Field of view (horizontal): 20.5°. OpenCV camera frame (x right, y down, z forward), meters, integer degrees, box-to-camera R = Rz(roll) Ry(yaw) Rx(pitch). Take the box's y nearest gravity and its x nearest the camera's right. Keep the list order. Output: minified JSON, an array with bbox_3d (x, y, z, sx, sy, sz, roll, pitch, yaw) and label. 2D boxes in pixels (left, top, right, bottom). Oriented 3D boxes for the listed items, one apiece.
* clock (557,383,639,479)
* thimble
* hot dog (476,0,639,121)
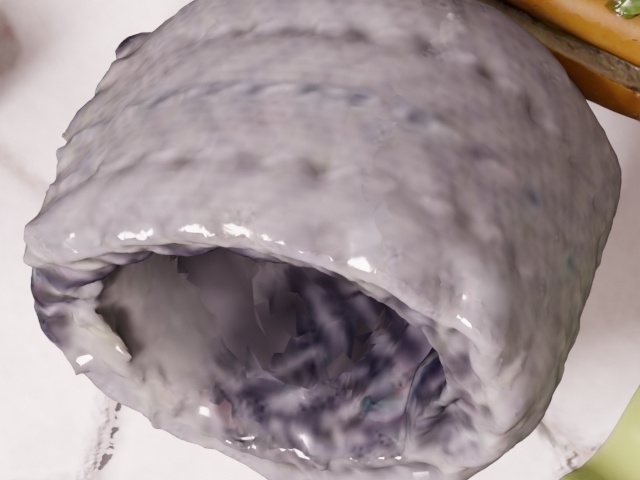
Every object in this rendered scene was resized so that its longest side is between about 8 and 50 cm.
[{"bbox_3d":[0.269,0.090,0.768,0.286,0.117,0.348,38,120,31],"label":"clock"},{"bbox_3d":[0.000,0.000,0.795,0.245,0.157,0.217,15,141,11],"label":"thimble"},{"bbox_3d":[0.091,-0.125,0.787,0.249,0.068,0.100,25,123,0],"label":"hot dog"}]
